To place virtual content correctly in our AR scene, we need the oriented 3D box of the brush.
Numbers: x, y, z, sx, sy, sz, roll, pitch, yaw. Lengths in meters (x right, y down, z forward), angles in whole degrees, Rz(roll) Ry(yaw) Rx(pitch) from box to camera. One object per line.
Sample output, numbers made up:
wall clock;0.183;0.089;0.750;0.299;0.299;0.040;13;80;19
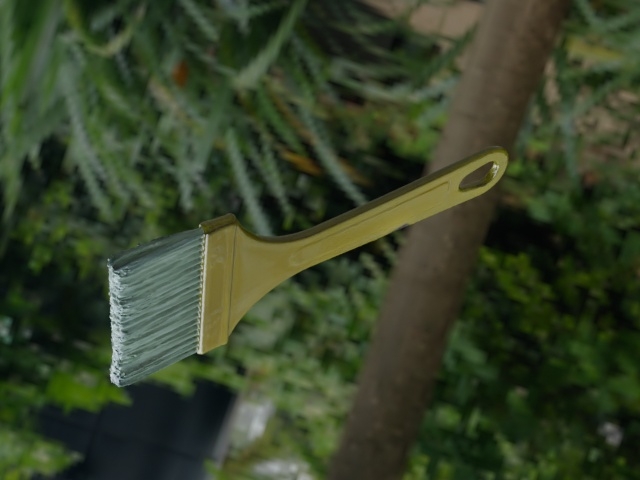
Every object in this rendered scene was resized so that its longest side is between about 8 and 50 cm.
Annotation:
brush;0.000;0.000;0.784;0.205;0.083;0.011;-22;-126;-24
